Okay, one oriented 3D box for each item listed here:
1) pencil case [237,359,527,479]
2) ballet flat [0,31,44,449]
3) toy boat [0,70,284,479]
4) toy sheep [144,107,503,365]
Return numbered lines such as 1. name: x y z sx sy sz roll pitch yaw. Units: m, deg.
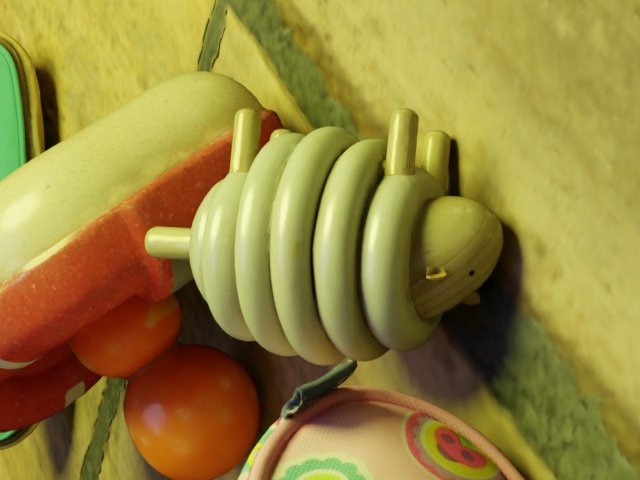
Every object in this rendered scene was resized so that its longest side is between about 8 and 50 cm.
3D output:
1. pencil case: -0.021 0.170 0.614 0.284 0.124 0.124 -60 42 45
2. ballet flat: -0.176 -0.001 0.949 0.073 0.080 0.232 118 152 -87
3. toy boat: -0.083 0.038 0.728 0.151 0.151 0.231 56 148 -2
4. toy sheep: 0.000 0.000 0.591 0.132 0.091 0.091 1 93 26
